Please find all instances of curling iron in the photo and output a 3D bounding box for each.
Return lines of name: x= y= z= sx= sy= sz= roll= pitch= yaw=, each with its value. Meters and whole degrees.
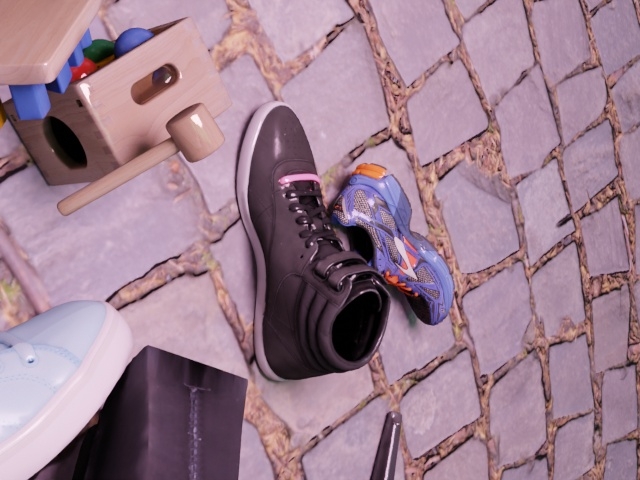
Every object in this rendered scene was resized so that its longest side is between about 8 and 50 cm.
curling iron: x=0.054 y=0.330 z=1.030 sx=0.068 sy=0.035 sz=0.274 roll=37 pitch=65 yaw=-38

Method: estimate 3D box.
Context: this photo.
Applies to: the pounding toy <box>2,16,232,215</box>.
pounding toy: x=-0.160 y=-0.104 z=0.702 sx=0.181 sy=0.206 sz=0.094 roll=-43 pitch=118 yaw=-36

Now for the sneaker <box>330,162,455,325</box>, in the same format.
sneaker: x=0.078 y=0.018 z=1.040 sx=0.087 sy=0.083 sz=0.221 roll=-43 pitch=114 yaw=-21

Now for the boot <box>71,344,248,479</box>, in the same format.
boot: x=-0.180 y=0.339 z=0.616 sx=0.146 sy=0.367 sz=0.445 roll=32 pitch=29 yaw=-29

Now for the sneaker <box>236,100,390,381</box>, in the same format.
sneaker: x=0.000 y=0.000 z=0.903 sx=0.104 sy=0.147 sz=0.296 roll=-5 pitch=92 yaw=-43

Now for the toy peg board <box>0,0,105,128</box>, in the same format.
toy peg board: x=-0.239 y=-0.128 z=0.642 sx=0.161 sy=0.160 sz=0.079 roll=-83 pitch=171 yaw=-51

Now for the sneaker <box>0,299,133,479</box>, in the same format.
sneaker: x=-0.293 y=0.117 z=0.618 sx=0.366 sy=0.135 sz=0.150 roll=-38 pitch=120 yaw=-39
